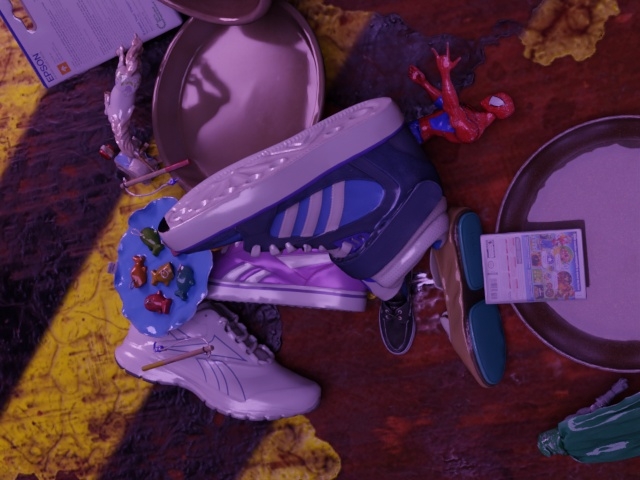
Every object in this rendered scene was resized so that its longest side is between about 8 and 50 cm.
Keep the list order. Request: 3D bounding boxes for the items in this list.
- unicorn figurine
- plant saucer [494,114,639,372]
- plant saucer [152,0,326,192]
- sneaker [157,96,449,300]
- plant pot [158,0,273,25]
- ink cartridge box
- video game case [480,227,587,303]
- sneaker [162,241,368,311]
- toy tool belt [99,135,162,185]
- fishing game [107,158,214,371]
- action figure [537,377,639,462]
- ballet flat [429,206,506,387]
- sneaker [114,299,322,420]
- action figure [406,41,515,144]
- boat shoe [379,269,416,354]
[{"bbox_3d":[-0.257,-0.182,1.405,0.060,0.111,0.162,-7,130,-10],"label":"unicorn figurine"},{"bbox_3d":[0.370,0.004,1.285,0.310,0.050,0.311,2,97,16],"label":"plant saucer"},{"bbox_3d":[-0.102,-0.181,1.362,0.278,0.041,0.278,-4,82,34],"label":"plant saucer"},{"bbox_3d":[0.000,0.000,1.256,0.322,0.130,0.236,-29,112,-5],"label":"sneaker"},{"bbox_3d":[-0.125,-0.427,1.269,0.263,0.263,0.229,25,72,12],"label":"plant pot"},{"bbox_3d":[-0.325,-0.344,1.407,0.224,0.045,0.223,-22,112,16],"label":"ink cartridge box"},{"bbox_3d":[0.259,0.032,1.291,0.122,0.011,0.087,-4,96,17],"label":"video game case"},{"bbox_3d":[-0.071,0.005,1.399,0.282,0.102,0.161,3,90,10],"label":"sneaker"},{"bbox_3d":[-0.256,-0.117,1.458,0.083,0.052,0.051,33,74,7],"label":"toy tool belt"},{"bbox_3d":[-0.215,0.033,1.375,0.189,0.041,0.264,-14,76,39],"label":"fishing game"},{"bbox_3d":[0.376,0.218,1.291,0.232,0.063,0.137,-19,122,12],"label":"action figure"},{"bbox_3d":[0.182,0.072,1.348,0.073,0.080,0.232,-6,94,45],"label":"ballet flat"},{"bbox_3d":[-0.134,0.155,1.427,0.297,0.111,0.129,19,96,12],"label":"sneaker"},{"bbox_3d":[0.096,-0.164,1.317,0.280,0.091,0.139,-12,106,18],"label":"action figure"},{"bbox_3d":[0.097,0.081,1.379,0.049,0.040,0.142,2,98,16],"label":"boat shoe"}]
